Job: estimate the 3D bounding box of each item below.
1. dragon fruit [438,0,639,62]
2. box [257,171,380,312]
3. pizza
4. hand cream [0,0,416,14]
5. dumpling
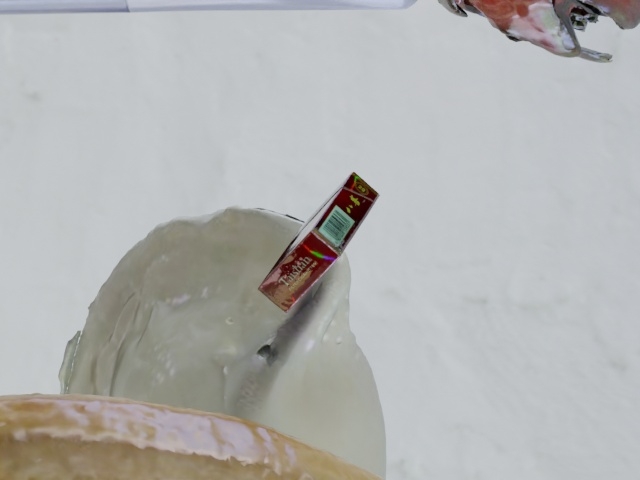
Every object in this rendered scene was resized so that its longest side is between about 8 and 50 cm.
[{"bbox_3d":[0.132,-0.218,1.045,0.182,0.189,0.182,-15,-113,40],"label":"dragon fruit"},{"bbox_3d":[0.000,0.000,0.902,0.051,0.023,0.082,-45,-174,31],"label":"box"},{"bbox_3d":[-0.101,0.150,0.716,0.074,0.365,0.182,-105,-159,-55],"label":"pizza"},{"bbox_3d":[-0.069,-0.154,0.875,0.255,0.079,0.048,-2,-136,5],"label":"hand cream"},{"bbox_3d":[-0.101,0.157,1.238,0.315,0.233,0.395,22,-68,33],"label":"dumpling"}]
